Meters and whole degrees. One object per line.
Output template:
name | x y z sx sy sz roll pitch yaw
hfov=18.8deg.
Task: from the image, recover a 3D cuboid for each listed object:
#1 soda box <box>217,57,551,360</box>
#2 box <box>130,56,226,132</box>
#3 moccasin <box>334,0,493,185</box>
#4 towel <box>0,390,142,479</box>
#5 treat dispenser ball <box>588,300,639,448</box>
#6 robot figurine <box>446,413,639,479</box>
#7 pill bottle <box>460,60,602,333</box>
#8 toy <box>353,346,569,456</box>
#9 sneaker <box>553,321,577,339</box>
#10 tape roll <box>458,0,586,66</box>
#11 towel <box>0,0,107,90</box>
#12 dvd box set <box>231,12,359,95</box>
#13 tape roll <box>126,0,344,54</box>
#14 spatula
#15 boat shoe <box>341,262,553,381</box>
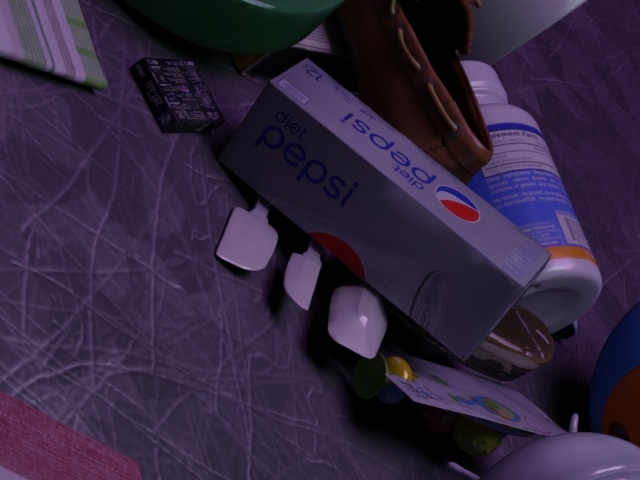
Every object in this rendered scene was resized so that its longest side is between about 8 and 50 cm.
soda box | 0.056 -0.029 1.699 0.286 0.098 0.091 40 28 5
box | -0.123 -0.127 1.682 0.067 0.018 0.083 62 25 10
moccasin | 0.094 -0.213 1.883 0.139 0.147 0.380 36 35 -39
towel | -0.176 0.238 1.143 0.237 0.037 0.329 35 35 -43
treat dispenser ball | 0.421 0.174 1.993 0.288 0.288 0.288 42 29 -30
robot figurine | 0.236 0.304 1.583 0.299 0.200 0.353 -12 55 -23
pill bottle | 0.170 -0.042 1.957 0.152 0.152 0.272 21 42 -51
toy | 0.121 0.153 1.727 0.237 0.056 0.137 23 9 -39
sneaker | 0.249 0.056 2.125 0.098 0.038 0.069 57 22 -22
tape roll | 0.225 -0.326 2.282 0.169 0.246 0.246 56 25 -4
towel | -0.237 -0.179 1.542 0.152 0.023 0.113 18 48 -57
dvd box set | -0.069 -0.348 1.992 0.307 0.062 0.420 1 60 -61
tape roll | -0.100 -0.326 1.786 0.321 0.077 0.321 23 48 -28
spatula | 0.000 0.000 1.719 0.168 0.019 0.242 31 30 -7
boat shoe | 0.110 0.073 1.806 0.223 0.073 0.080 26 38 -16
